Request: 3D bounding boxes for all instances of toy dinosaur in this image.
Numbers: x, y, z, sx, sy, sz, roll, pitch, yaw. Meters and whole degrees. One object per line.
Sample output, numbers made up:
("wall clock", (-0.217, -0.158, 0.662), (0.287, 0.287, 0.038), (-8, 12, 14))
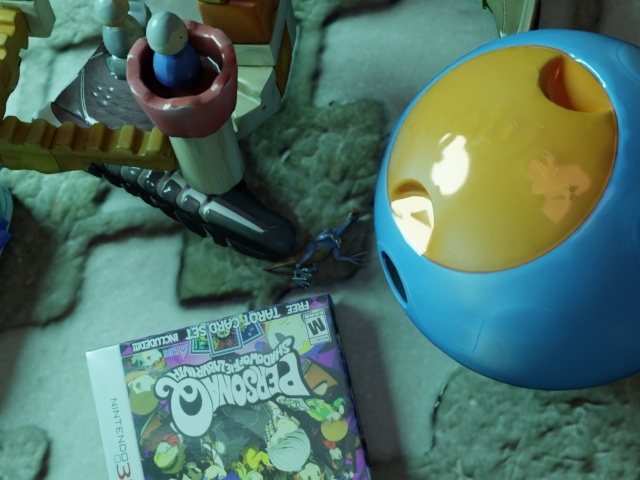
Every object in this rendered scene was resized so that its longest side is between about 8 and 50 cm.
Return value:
("toy dinosaur", (0.000, 0.000, 1.094), (0.090, 0.047, 0.082), (18, 62, 20))

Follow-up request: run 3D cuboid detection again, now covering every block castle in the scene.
("block castle", (-0.172, -0.276, 1.029), (0.303, 0.213, 0.453), (5, 61, 8))

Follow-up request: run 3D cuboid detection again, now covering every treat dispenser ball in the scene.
("treat dispenser ball", (0.187, -0.024, 0.951), (0.288, 0.288, 0.288), (-1, 77, 6))

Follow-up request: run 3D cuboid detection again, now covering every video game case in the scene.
("video game case", (-0.079, 0.175, 1.061), (0.232, 0.042, 0.210), (-13, 78, 3))

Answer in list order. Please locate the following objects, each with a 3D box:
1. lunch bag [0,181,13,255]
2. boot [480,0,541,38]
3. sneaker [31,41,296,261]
("lunch bag", (-0.394, 0.019, 1.107), (0.176, 0.090, 0.219), (16, 81, 7))
("boot", (0.127, -0.255, 1.117), (0.165, 0.077, 0.213), (3, 73, 6))
("sneaker", (-0.119, -0.106, 1.098), (0.281, 0.106, 0.162), (28, 79, 12))
